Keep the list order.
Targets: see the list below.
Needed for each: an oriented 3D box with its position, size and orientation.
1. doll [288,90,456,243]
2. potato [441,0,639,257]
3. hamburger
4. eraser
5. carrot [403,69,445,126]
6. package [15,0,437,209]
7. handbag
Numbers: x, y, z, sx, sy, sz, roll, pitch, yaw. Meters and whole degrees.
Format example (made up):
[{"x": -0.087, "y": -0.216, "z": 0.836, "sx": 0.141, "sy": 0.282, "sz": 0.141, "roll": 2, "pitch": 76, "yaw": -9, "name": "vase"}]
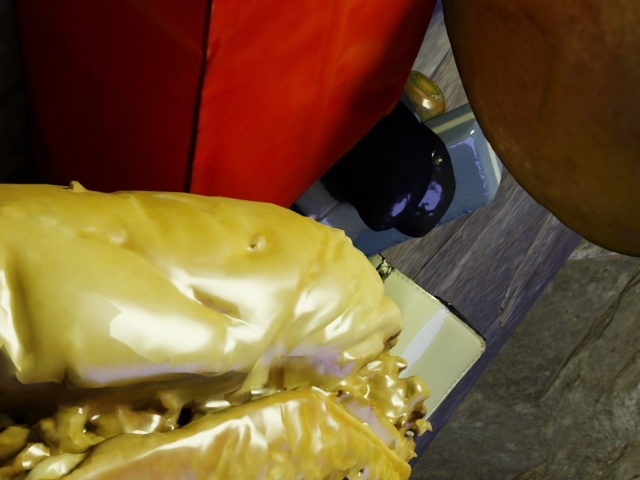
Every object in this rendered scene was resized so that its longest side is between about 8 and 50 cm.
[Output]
[{"x": -0.014, "y": -0.018, "z": 0.754, "sx": 0.234, "sy": 0.135, "sz": 0.143, "roll": -48, "pitch": 165, "yaw": 6, "name": "doll"}, {"x": 0.255, "y": -0.160, "z": 0.576, "sx": 0.397, "sy": 0.296, "sz": 0.290, "roll": -15, "pitch": 166, "yaw": -3, "name": "potato"}, {"x": -0.120, "y": 0.080, "z": 0.479, "sx": 0.318, "sy": 0.158, "sz": 0.318, "roll": -8, "pitch": 166, "yaw": -2, "name": "hamburger"}, {"x": 0.039, "y": -0.029, "z": 0.853, "sx": 0.225, "sy": 0.036, "sz": 0.082, "roll": -24, "pitch": 136, "yaw": 2, "name": "eraser"}, {"x": 0.001, "y": 0.000, "z": 0.937, "sx": 0.070, "sy": 0.070, "sz": 0.342, "roll": -25, "pitch": 151, "yaw": -55, "name": "carrot"}, {"x": -0.030, "y": -0.146, "z": 0.469, "sx": 0.196, "sy": 0.123, "sz": 0.423, "roll": -43, "pitch": 162, "yaw": -31, "name": "package"}, {"x": 0.010, "y": 0.196, "z": 1.206, "sx": 0.358, "sy": 0.160, "sz": 0.237, "roll": -51, "pitch": 155, "yaw": 0, "name": "handbag"}]
